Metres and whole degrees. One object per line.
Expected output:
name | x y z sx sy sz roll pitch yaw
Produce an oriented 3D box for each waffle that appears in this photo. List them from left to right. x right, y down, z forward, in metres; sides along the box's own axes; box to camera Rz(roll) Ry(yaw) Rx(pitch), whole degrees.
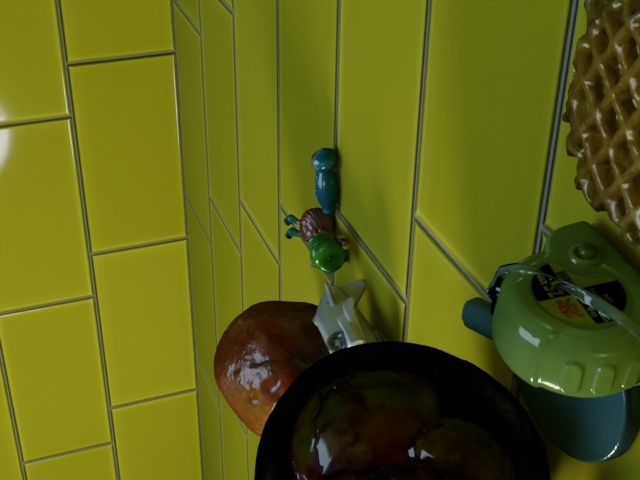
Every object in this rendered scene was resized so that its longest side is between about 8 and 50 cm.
waffle | 0.302 -0.116 0.933 0.245 0.052 0.254 -128 32 -58

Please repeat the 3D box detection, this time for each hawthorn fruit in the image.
hawthorn fruit | -0.051 0.238 1.882 0.298 0.277 0.276 157 102 -70

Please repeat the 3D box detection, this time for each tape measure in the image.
tape measure | 0.258 0.080 0.999 0.200 0.175 0.106 -124 26 -42

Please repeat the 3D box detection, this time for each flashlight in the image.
flashlight | 0.013 -0.109 1.837 0.051 0.051 0.129 -134 32 -60

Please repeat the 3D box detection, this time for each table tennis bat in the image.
table tennis bat | 0.269 0.138 1.191 0.329 0.044 0.215 -147 48 -63

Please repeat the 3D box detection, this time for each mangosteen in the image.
mangosteen | 0.116 0.317 1.234 0.421 0.381 0.380 -179 79 -67

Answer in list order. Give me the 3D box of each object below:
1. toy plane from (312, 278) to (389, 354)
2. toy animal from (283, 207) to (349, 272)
toy plane | 0.064 0.177 1.735 0.245 0.117 0.244 157 90 -85
toy animal | 0.000 0.000 1.878 0.103 0.100 0.208 50 174 -27
